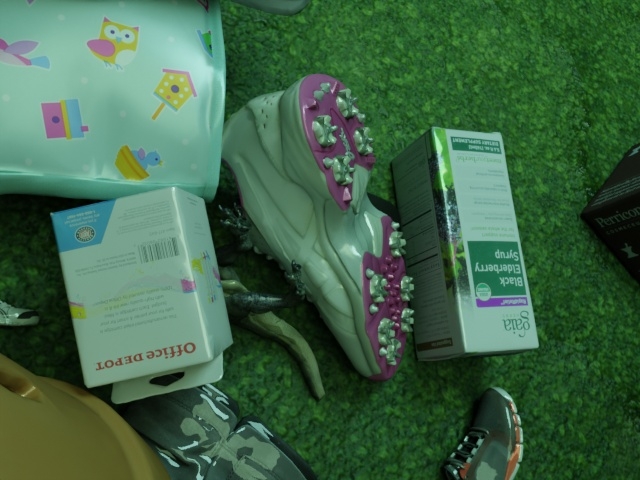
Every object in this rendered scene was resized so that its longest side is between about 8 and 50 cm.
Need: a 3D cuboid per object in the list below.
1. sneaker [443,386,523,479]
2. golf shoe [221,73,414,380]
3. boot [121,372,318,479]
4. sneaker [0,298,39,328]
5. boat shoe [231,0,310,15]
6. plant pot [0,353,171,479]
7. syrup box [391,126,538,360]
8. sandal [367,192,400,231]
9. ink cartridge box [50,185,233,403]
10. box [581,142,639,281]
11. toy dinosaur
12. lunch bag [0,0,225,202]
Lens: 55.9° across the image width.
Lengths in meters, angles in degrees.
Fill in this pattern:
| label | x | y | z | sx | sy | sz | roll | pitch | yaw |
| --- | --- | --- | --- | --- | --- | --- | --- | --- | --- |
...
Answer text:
| label | x | y | z | sx | sy | sz | roll | pitch | yaw |
| --- | --- | --- | --- | --- | --- | --- | --- | --- | --- |
| sneaker | 0.161 | 0.225 | 0.615 | 0.065 | 0.061 | 0.157 | 15 | 69 | -11 |
| golf shoe | 0.000 | 0.000 | 0.581 | 0.115 | 0.140 | 0.306 | -46 | 124 | -53 |
| boot | -0.068 | 0.273 | 0.479 | 0.338 | 0.118 | 0.223 | 49 | 59 | -7 |
| sneaker | -0.275 | 0.052 | 0.498 | 0.083 | 0.032 | 0.036 | 11 | 72 | -20 |
| boat shoe | -0.098 | -0.243 | 0.462 | 0.268 | 0.088 | 0.096 | 2 | 67 | -35 |
| plant pot | -0.235 | 0.167 | 0.313 | 0.291 | 0.203 | 0.290 | -4 | 45 | 4 |
| syrup box | 0.151 | 0.007 | 0.651 | 0.093 | 0.096 | 0.236 | 1 | 74 | -23 |
| sandal | 0.011 | -0.047 | 0.639 | 0.179 | 0.040 | 0.067 | 18 | 70 | -17 |
| ink cartridge box | -0.127 | 0.042 | 0.456 | 0.092 | 0.090 | 0.143 | -12 | 88 | 2 |
| box | 0.489 | -0.031 | 0.760 | 0.203 | 0.168 | 0.167 | 48 | 64 | -4 |
| toy dinosaur | -0.077 | 0.044 | 0.547 | 0.268 | 0.118 | 0.064 | 33 | 31 | -13 |
| lunch bag | -0.200 | -0.151 | 0.518 | 0.224 | 0.160 | 0.262 | 3 | 68 | -23 |
